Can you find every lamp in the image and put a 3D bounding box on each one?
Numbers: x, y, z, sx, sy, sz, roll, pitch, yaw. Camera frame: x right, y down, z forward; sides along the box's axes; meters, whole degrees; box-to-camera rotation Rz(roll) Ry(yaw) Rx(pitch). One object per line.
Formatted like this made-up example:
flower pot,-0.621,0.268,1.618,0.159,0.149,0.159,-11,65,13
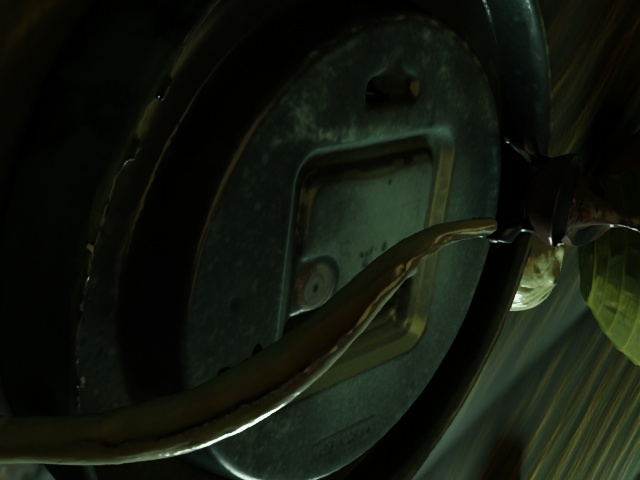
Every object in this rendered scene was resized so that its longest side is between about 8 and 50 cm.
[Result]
lamp,0.366,0.008,0.862,0.250,0.284,0.250,2,90,-82

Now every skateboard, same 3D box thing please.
skateboard,0.168,-0.021,0.631,0.151,0.080,0.067,8,95,-56

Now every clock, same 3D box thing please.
clock,0.000,0.000,0.557,0.386,0.076,0.386,-29,129,-43

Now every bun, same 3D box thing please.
bun,0.164,0.018,0.800,0.086,0.055,0.086,-30,131,-42

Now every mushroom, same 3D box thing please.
mushroom,-0.072,0.048,0.384,0.306,0.043,0.068,-9,125,-12
